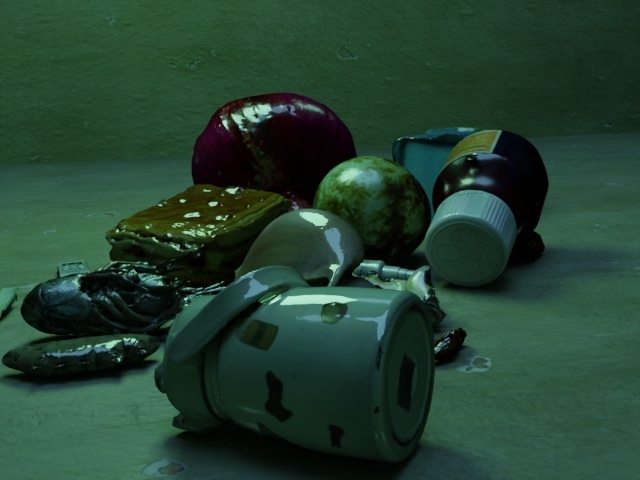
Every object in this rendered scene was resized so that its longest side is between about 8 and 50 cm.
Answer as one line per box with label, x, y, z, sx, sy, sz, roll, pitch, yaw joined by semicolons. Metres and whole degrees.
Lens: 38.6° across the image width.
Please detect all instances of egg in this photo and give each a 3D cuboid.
egg;0.117;-0.057;1.963;0.238;0.238;0.289;11;-4;44

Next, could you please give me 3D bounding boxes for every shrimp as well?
shrimp;-0.318;0.115;1.552;0.372;0.137;0.172;-10;50;-2

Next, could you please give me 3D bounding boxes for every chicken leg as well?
chicken leg;0.455;0.010;2.045;0.093;0.053;0.205;-11;4;28
chicken leg;0.189;0.167;1.434;0.062;0.037;0.145;-20;3;30

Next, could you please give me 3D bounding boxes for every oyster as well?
oyster;0.125;0.096;1.641;0.198;0.092;0.259;-13;9;-40

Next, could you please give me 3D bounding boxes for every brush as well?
brush;-0.597;0.135;1.684;0.033;0.030;0.178;5;24;-3

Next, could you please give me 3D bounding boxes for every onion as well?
onion;-0.090;-0.136;2.106;0.398;0.398;0.420;-5;30;-12

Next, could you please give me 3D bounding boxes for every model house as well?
model house;0.357;-0.183;2.444;0.215;0.237;0.303;7;16;33

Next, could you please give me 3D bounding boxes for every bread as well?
bread;-0.239;0.004;1.886;0.277;0.167;0.324;7;25;30

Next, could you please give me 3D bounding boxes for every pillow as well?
pillow;-0.368;0.179;1.410;0.241;0.051;0.093;-4;8;-12

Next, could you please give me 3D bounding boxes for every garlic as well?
garlic;-0.014;0.070;1.453;0.245;0.231;0.340;-2;7;-14

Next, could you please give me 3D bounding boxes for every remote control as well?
remote control;-0.525;0.069;1.942;0.065;0.029;0.166;-7;10;-17

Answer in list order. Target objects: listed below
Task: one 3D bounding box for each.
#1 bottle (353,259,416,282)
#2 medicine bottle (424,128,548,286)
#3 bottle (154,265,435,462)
bottle;0.093;0.067;1.813;0.217;0.060;0.060;4;14;22
medicine bottle;0.339;-0.073;1.915;0.242;0.242;0.395;4;25;22
bottle;-0.046;0.146;1.159;0.351;0.229;0.229;3;14;26
